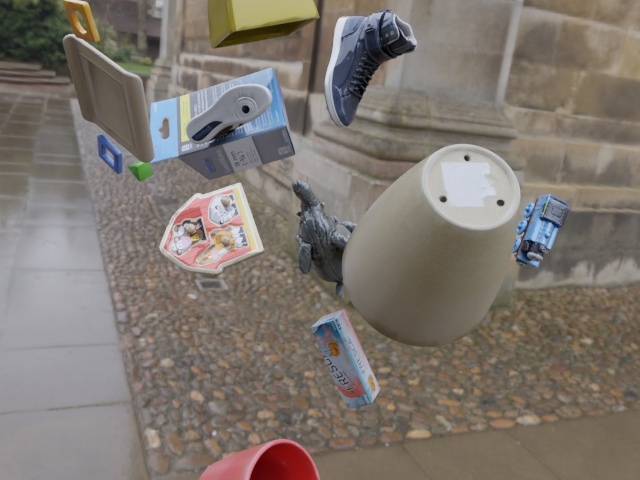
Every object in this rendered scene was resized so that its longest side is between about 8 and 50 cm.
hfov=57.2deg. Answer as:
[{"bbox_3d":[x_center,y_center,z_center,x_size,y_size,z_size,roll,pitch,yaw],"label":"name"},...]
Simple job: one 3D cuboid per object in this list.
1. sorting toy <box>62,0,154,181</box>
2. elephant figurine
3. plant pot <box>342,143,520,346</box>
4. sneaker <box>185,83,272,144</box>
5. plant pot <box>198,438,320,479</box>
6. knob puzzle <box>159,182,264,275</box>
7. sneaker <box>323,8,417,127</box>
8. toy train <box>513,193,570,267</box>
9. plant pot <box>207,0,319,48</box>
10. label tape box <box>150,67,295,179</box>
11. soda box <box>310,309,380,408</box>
[{"bbox_3d":[-0.366,-0.256,1.047,0.196,0.348,0.047,33,52,24],"label":"sorting toy"},{"bbox_3d":[0.000,0.000,1.301,0.186,0.170,0.239,32,-3,15],"label":"elephant figurine"},{"bbox_3d":[0.173,-0.009,0.852,0.256,0.257,0.274,7,-27,-2],"label":"plant pot"},{"bbox_3d":[-0.190,-0.290,1.306,0.216,0.079,0.121,-22,11,21],"label":"sneaker"},{"bbox_3d":[-0.172,0.656,1.493,0.243,0.275,0.274,-21,-4,36],"label":"plant pot"},{"bbox_3d":[-0.226,-0.019,1.153,0.213,0.213,0.030,11,-24,14],"label":"knob puzzle"},{"bbox_3d":[0.097,-0.333,1.128,0.163,0.227,0.086,5,-3,36],"label":"sneaker"},{"bbox_3d":[0.533,-0.023,1.437,0.080,0.184,0.105,26,-9,-9],"label":"toy train"},{"bbox_3d":[-0.153,-0.569,1.346,0.212,0.187,0.212,-17,14,-20],"label":"plant pot"},{"bbox_3d":[-0.248,-0.280,1.467,0.333,0.106,0.241,-16,50,4],"label":"label tape box"},{"bbox_3d":[0.050,0.234,1.155,0.058,0.183,0.063,-23,4,27],"label":"soda box"}]
